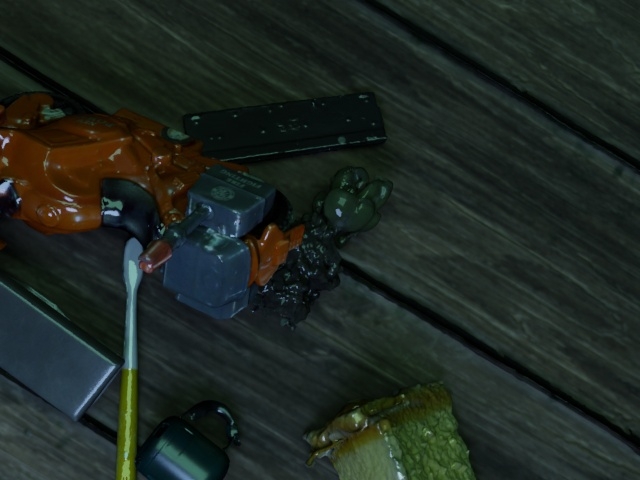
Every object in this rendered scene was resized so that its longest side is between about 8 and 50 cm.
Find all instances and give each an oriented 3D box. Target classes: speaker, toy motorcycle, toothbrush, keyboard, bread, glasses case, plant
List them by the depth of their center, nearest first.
[{"bbox_3d":[-0.186,-0.037,0.997,0.326,0.148,0.221,23,40,15],"label":"toy motorcycle"},{"bbox_3d":[-0.111,0.183,1.026,0.075,0.060,0.094,38,74,1],"label":"speaker"},{"bbox_3d":[-0.269,0.078,1.030,0.190,0.042,0.072,36,106,2],"label":"glasses case"},{"bbox_3d":[0.083,0.199,1.033,0.152,0.127,0.147,-19,79,-29],"label":"bread"},{"bbox_3d":[-0.174,0.140,1.049,0.021,0.024,0.288,1,78,-5],"label":"toothbrush"},{"bbox_3d":[0.000,0.000,1.081,0.085,0.087,0.174,43,78,-27],"label":"plant"},{"bbox_3d":[-0.034,-0.107,1.130,0.195,0.018,0.060,-8,71,-10],"label":"keyboard"}]
